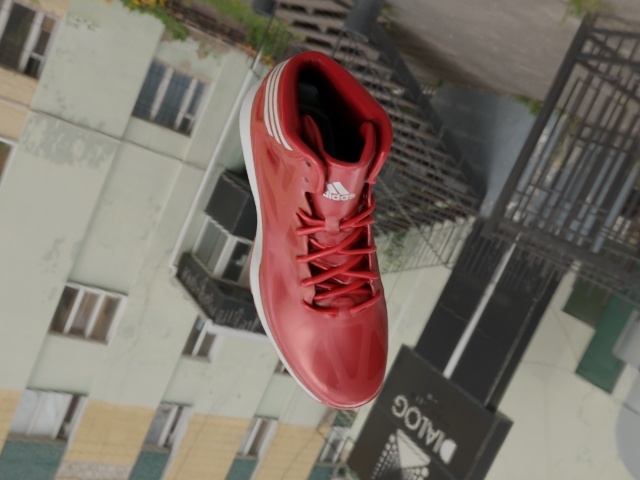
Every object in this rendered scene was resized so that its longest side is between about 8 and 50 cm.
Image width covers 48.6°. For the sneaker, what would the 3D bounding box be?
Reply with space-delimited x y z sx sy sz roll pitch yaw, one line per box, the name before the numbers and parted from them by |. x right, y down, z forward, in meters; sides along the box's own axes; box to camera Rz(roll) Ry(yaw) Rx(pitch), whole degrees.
sneaker | 0.000 0.000 0.408 0.087 0.221 0.128 -17 -178 -10
